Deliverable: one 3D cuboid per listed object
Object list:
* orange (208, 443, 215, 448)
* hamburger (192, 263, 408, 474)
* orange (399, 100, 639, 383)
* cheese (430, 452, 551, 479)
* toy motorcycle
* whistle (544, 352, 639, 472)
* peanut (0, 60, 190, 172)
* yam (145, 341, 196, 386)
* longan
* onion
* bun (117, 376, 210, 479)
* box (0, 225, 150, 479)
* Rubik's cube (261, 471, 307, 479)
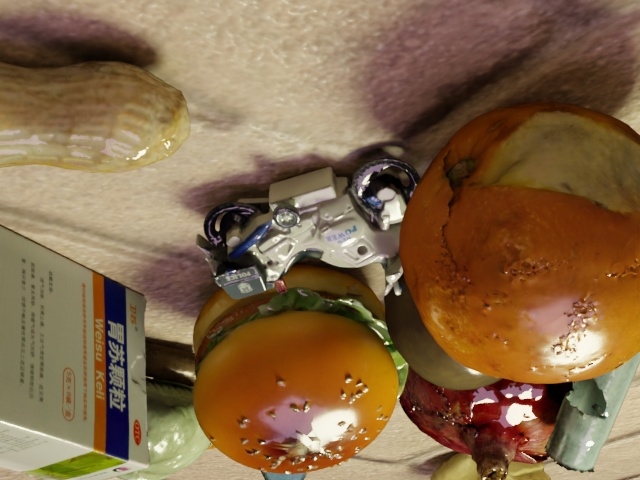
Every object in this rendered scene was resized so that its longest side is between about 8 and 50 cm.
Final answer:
[{"bbox_3d":[-0.156,0.246,1.567,0.084,0.083,0.083,-4,154,-2],"label":"orange"},{"bbox_3d":[-0.025,0.150,1.234,0.246,0.170,0.246,-3,134,-3],"label":"hamburger"},{"bbox_3d":[0.184,0.001,0.952,0.240,0.240,0.240,-4,154,-2],"label":"orange"},{"bbox_3d":[0.287,0.454,1.920,0.226,0.213,0.117,-33,147,32],"label":"cheese"},{"bbox_3d":[0.000,0.000,1.082,0.221,0.102,0.150,-15,131,14],"label":"toy motorcycle"},{"bbox_3d":[0.312,0.098,1.194,0.062,0.062,0.312,8,112,-24],"label":"whistle"},{"bbox_3d":[-0.201,-0.094,0.859,0.207,0.087,0.087,1,153,-9],"label":"peanut"},{"bbox_3d":[-0.279,0.121,1.334,0.327,0.045,0.045,18,116,-35],"label":"yam"},{"bbox_3d":[0.145,0.065,1.146,0.189,0.189,0.189,-4,154,-2],"label":"longan"},{"bbox_3d":[0.209,0.177,1.331,0.252,0.219,0.252,2,147,1],"label":"onion"},{"bbox_3d":[-0.236,0.223,1.398,0.213,0.126,0.204,18,177,3],"label":"bun"},{"bbox_3d":[-0.300,0.113,1.133,0.106,0.200,0.299,-20,150,25],"label":"box"},{"bbox_3d":[-0.029,0.257,1.507,0.191,0.178,0.211,-14,154,12],"label":"Rubik's cube"}]
